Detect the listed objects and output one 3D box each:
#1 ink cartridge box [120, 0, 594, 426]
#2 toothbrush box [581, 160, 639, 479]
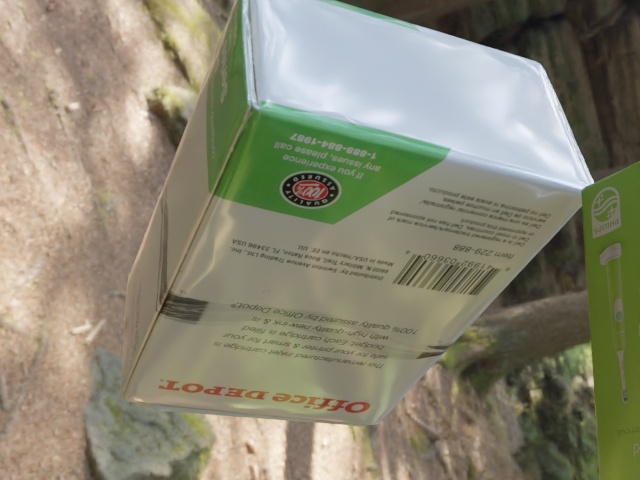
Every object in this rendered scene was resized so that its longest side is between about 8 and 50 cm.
[{"bbox_3d":[0.000,0.000,0.567,0.289,0.211,0.122,123,-31,-43],"label":"ink cartridge box"},{"bbox_3d":[0.249,0.103,0.400,0.122,0.206,0.283,-34,-132,59],"label":"toothbrush box"}]
